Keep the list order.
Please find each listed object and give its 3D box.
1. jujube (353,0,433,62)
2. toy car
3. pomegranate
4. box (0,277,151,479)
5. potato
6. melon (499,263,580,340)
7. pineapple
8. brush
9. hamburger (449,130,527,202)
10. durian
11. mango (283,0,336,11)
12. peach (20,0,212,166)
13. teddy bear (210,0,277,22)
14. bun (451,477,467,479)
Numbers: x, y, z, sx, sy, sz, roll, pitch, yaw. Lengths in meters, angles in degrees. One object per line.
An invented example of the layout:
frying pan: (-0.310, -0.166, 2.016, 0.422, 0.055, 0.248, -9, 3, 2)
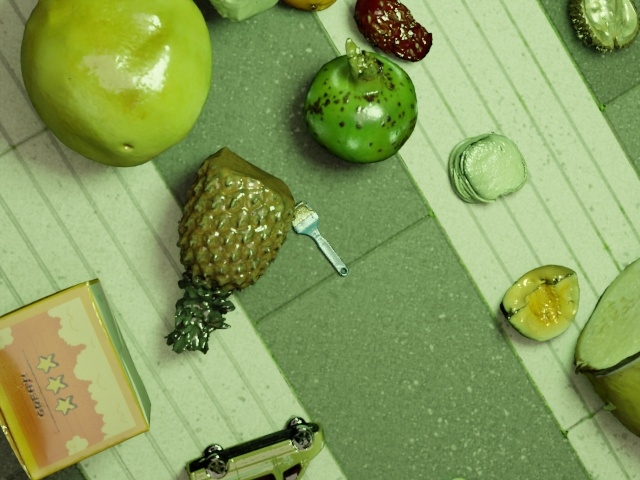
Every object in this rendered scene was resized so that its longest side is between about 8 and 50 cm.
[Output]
jujube: (0.131, -0.392, 1.895, 0.166, 0.104, 0.104, 41, 83, -8)
toy car: (-0.108, 0.410, 1.840, 0.257, 0.101, 0.124, -16, 96, -8)
pomegranate: (0.076, -0.250, 1.813, 0.211, 0.263, 0.211, 3, 60, -5)
box: (-0.424, 0.219, 1.699, 0.214, 0.283, 0.259, -21, 92, -8)
potato: (0.688, 0.194, 1.898, 0.296, 0.290, 0.397, 43, 91, -14)
melon: (0.417, 0.124, 1.948, 0.160, 0.079, 0.128, -34, 112, -9)
pineapple: (-0.184, 0.032, 1.803, 0.202, 0.202, 0.362, 25, 99, -8)
brush: (0.000, 0.000, 1.909, 0.051, 0.014, 0.164, -39, 96, -7)
hamburger: (0.316, -0.138, 1.938, 0.140, 0.062, 0.133, -12, 92, -11)
durian: (0.535, -0.446, 1.966, 0.148, 0.091, 0.188, 6, 84, -21)
mango: (-0.048, -0.516, 1.867, 0.145, 0.112, 0.219, -39, 83, -8)
peach: (-0.346, -0.293, 1.722, 0.316, 0.281, 0.314, 31, 78, -17)
teddy bear: (-0.180, -0.556, 1.699, 0.327, 0.375, 0.362, -38, 91, -36)
bun: (0.257, 0.491, 1.921, 0.086, 0.055, 0.086, 1, 76, -4)
